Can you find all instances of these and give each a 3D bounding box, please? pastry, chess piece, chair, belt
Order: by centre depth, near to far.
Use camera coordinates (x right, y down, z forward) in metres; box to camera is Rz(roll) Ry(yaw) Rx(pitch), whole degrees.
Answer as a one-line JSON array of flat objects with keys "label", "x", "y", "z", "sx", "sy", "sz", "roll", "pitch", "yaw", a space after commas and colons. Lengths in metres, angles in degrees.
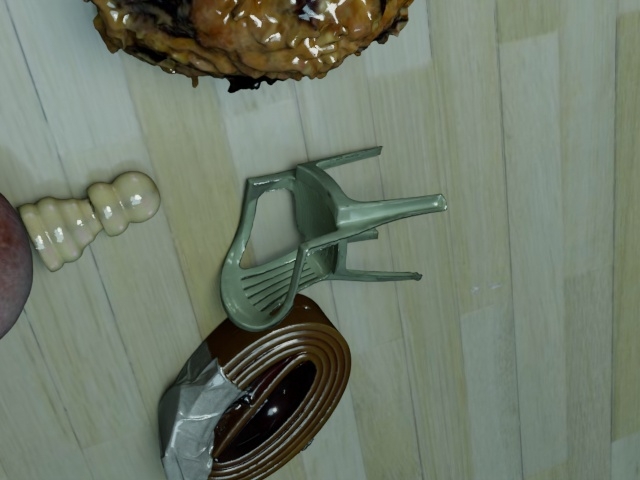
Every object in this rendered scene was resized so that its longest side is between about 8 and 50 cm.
[{"label": "pastry", "x": -0.066, "y": -0.309, "z": 0.707, "sx": 0.404, "sy": 0.337, "sz": 0.293, "roll": -11, "pitch": 121, "yaw": -15}, {"label": "chess piece", "x": -0.293, "y": -0.037, "z": 0.869, "sx": 0.170, "sy": 0.094, "sz": 0.094, "roll": -27, "pitch": 117, "yaw": -13}, {"label": "chair", "x": 0.000, "y": 0.000, "z": 0.928, "sx": 0.274, "sy": 0.203, "sz": 0.191, "roll": -9, "pitch": 124, "yaw": -22}, {"label": "belt", "x": -0.106, "y": 0.240, "z": 1.023, "sx": 0.339, "sy": 0.122, "sz": 0.217, "roll": -46, "pitch": 119, "yaw": 1}]

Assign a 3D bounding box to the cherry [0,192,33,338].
[{"label": "cherry", "x": -0.451, "y": 0.042, "z": 0.776, "sx": 0.206, "sy": 0.239, "sz": 0.240, "roll": -20, "pitch": 118, "yaw": -37}]
